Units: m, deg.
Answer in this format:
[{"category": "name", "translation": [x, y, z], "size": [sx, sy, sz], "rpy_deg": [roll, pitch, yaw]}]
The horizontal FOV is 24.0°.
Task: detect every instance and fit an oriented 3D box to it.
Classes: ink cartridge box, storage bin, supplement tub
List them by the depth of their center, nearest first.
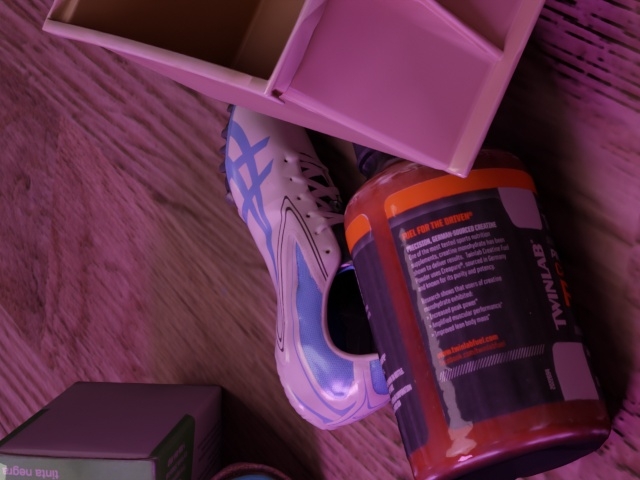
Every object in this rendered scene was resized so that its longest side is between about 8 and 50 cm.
[{"category": "storage bin", "translation": [0.007, -0.188, 0.771], "size": [0.262, 0.123, 0.260], "rpy_deg": [23, 89, 57]}, {"category": "supplement tub", "translation": [0.074, 0.023, 0.777], "size": [0.106, 0.106, 0.198], "rpy_deg": [-41, 59, 54]}, {"category": "ink cartridge box", "translation": [-0.145, 0.264, 1.071], "size": [0.211, 0.121, 0.289], "rpy_deg": [-44, -45, -80]}]

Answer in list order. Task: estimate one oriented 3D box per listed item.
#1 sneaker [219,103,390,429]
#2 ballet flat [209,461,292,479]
[{"category": "sneaker", "translation": [0.000, 0.000, 0.938], "size": [0.086, 0.085, 0.237], "rpy_deg": [-32, 60, 28]}, {"category": "ballet flat", "translation": [-0.025, 0.308, 1.011], "size": [0.106, 0.107, 0.316], "rpy_deg": [121, 144, -73]}]
